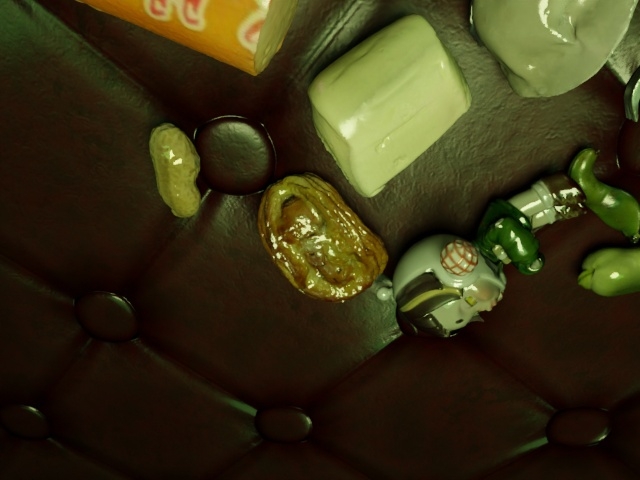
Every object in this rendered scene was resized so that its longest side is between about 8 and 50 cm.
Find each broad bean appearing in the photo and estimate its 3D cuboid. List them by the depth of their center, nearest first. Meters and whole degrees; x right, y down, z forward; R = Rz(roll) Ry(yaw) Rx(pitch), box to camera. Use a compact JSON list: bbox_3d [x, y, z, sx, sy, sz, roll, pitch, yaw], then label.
[{"bbox_3d":[0.480,-0.068,0.751,0.070,0.048,0.214,-36,115,28],"label":"broad bean"},{"bbox_3d":[0.547,0.055,0.787,0.175,0.082,0.124,-3,152,5],"label":"broad bean"}]

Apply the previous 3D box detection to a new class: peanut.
[{"bbox_3d":[-0.245,-0.116,0.775,0.080,0.080,0.174,1,123,4],"label":"peanut"}]

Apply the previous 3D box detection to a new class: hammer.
[{"bbox_3d":[0.579,-0.195,0.686,0.247,0.029,0.103,23,119,-10],"label":"hammer"}]

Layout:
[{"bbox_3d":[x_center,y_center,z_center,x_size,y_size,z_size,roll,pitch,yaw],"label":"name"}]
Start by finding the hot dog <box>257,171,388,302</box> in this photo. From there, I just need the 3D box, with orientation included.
[{"bbox_3d":[0.001,0.003,0.796,0.175,0.114,0.259,-36,112,21],"label":"hot dog"}]

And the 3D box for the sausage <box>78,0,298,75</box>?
[{"bbox_3d":[-0.162,-0.359,0.538,0.287,0.233,0.233,20,119,-8],"label":"sausage"}]

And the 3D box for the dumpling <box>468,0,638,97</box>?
[{"bbox_3d":[0.271,-0.314,0.543,0.164,0.204,0.292,12,130,12],"label":"dumpling"}]

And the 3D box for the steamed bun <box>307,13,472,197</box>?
[{"bbox_3d":[0.096,-0.208,0.659,0.226,0.170,0.200,-35,144,4],"label":"steamed bun"}]

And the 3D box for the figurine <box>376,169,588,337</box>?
[{"bbox_3d":[0.269,0.030,0.767,0.370,0.167,0.281,-39,146,14],"label":"figurine"}]
